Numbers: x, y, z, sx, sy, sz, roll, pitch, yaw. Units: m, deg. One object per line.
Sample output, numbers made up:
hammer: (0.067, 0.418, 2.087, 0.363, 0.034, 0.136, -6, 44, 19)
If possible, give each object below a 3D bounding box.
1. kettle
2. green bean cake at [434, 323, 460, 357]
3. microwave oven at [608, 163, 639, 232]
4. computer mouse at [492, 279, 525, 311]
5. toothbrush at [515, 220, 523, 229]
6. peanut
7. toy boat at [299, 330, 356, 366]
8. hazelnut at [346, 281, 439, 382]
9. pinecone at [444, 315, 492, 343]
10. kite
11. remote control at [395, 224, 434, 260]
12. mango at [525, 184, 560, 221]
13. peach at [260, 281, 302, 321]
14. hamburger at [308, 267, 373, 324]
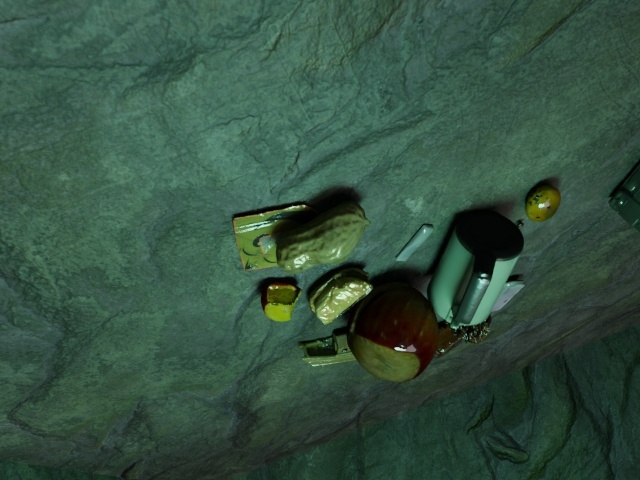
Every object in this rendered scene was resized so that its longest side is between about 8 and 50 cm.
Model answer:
kettle: (0.522, 0.133, 1.453, 0.250, 0.361, 0.377, 21, 140, 16)
green bean cake: (0.648, 0.469, 2.066, 0.232, 0.097, 0.199, -30, 149, -15)
microwave oven: (1.236, -0.177, 1.372, 0.247, 0.333, 0.394, -12, 141, -15)
computer mouse: (0.855, 0.255, 1.961, 0.125, 0.056, 0.245, -4, 139, -20)
toothbrush: (0.742, 0.051, 1.677, 0.040, 0.041, 0.364, -13, 141, -9)
peanut: (0.004, 0.003, 1.177, 0.291, 0.159, 0.143, -27, 121, 10)
toy boat: (0.128, 0.465, 1.843, 0.445, 0.136, 0.162, -8, 136, -13)
hazelnut: (0.273, 0.342, 1.610, 0.359, 0.359, 0.409, -5, 138, -18)
pinecone: (0.675, 0.359, 1.905, 0.221, 0.221, 0.221, -12, 142, -10)
kite: (-0.124, 0.007, 1.263, 0.327, 0.013, 0.377, -38, 141, 23)
remote control: (0.331, 0.015, 1.462, 0.049, 0.027, 0.184, 6, 137, -29)
mango: (0.767, -0.120, 1.441, 0.115, 0.090, 0.178, -33, 149, 5)
peach: (-0.140, 0.206, 1.418, 0.151, 0.118, 0.151, -50, 161, -24)
hamburger: (0.052, 0.186, 1.488, 0.131, 0.124, 0.262, 36, 113, -27)
